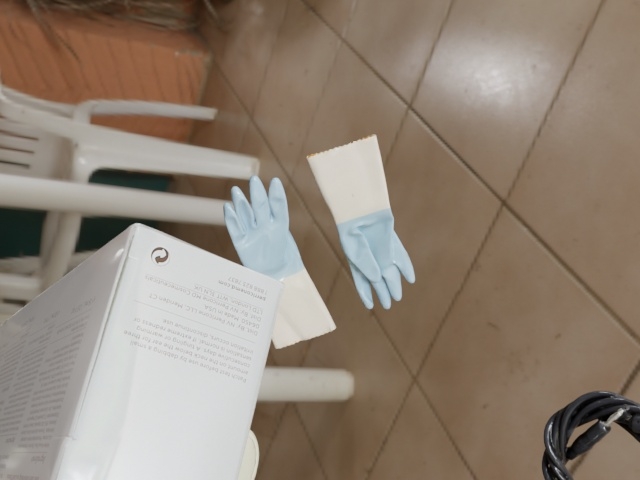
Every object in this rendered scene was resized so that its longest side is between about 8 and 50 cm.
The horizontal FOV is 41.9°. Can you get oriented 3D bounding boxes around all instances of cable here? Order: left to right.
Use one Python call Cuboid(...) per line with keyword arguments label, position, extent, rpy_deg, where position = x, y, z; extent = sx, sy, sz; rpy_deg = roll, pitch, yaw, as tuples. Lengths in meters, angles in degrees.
Cuboid(label="cable", position=(0.275, 0.236, 0.776), extent=(0.150, 0.047, 0.185), rpy_deg=(10, 109, 38))

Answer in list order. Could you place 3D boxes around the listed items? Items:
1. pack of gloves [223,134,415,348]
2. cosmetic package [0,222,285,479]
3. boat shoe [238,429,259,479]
Cuboid(label="pack of gloves", position=(0.000, 0.000, 1.007), extent=(0.046, 0.195, 0.232), rpy_deg=(-109, 0, -62))
Cuboid(label="cosmetic package", position=(-0.175, 0.175, 0.527), extent=(0.377, 0.097, 0.284), rpy_deg=(-23, 47, 57))
Cuboid(label="boat shoe", position=(-0.185, 0.336, 1.035), extent=(0.091, 0.305, 0.109), rpy_deg=(-6, 113, 34))
